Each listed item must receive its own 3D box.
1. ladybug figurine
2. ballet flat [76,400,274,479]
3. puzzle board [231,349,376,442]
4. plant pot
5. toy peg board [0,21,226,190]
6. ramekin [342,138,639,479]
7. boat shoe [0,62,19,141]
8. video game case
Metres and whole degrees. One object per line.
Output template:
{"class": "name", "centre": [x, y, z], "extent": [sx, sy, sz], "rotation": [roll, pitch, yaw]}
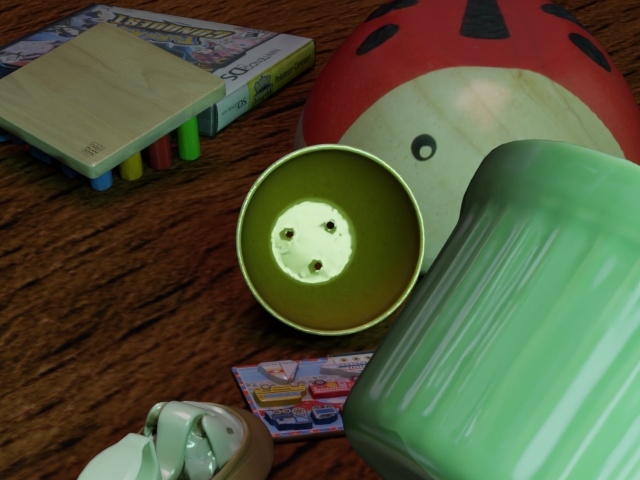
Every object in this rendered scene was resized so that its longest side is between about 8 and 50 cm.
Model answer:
{"class": "ladybug figurine", "centre": [0.130, -0.113, 1.348], "extent": [0.305, 0.162, 0.449], "rotation": [2, 24, -1]}
{"class": "ballet flat", "centre": [-0.087, 0.133, 0.888], "extent": [0.080, 0.073, 0.232], "rotation": [13, 26, 19]}
{"class": "puzzle board", "centre": [0.013, 0.099, 1.049], "extent": [0.128, 0.011, 0.096], "rotation": [-4, 25, -16]}
{"class": "plant pot", "centre": [0.000, 0.000, 1.151], "extent": [0.134, 0.134, 0.095], "rotation": [-2, 0, -10]}
{"class": "toy peg board", "centre": [-0.192, -0.103, 1.405], "extent": [0.161, 0.079, 0.161], "rotation": [28, 49, 32]}
{"class": "ramekin", "centre": [0.155, 0.106, 0.716], "extent": [0.303, 0.303, 0.148], "rotation": [29, 77, 44]}
{"class": "boat shoe", "centre": [-0.342, -0.137, 1.435], "extent": [0.258, 0.089, 0.109], "rotation": [-11, 28, -28]}
{"class": "video game case", "centre": [-0.177, -0.182, 1.620], "extent": [0.275, 0.035, 0.248], "rotation": [12, 26, 20]}
